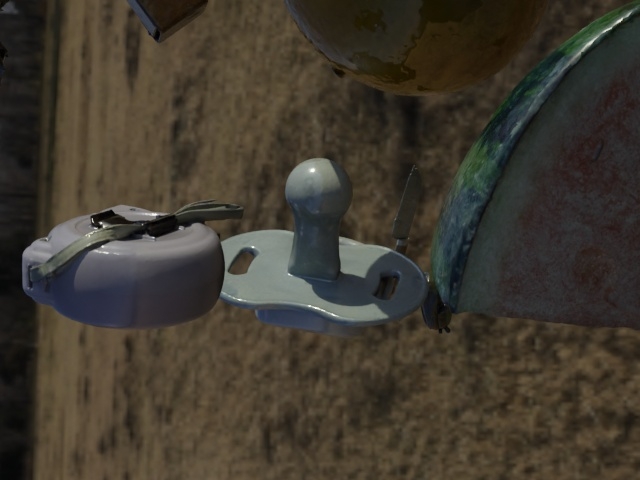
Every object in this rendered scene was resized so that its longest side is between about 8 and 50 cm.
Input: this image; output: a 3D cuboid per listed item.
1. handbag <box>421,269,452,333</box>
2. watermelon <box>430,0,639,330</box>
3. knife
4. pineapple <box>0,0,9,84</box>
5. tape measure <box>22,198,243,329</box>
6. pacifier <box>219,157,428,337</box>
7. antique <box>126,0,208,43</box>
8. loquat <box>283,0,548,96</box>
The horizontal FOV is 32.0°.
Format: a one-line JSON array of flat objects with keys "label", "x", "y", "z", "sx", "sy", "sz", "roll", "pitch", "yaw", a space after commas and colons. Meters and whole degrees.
[{"label": "handbag", "x": 0.169, "y": 0.089, "z": 1.624, "sx": 0.072, "sy": 0.047, "sz": 0.111, "roll": -85, "pitch": -9, "yaw": -55}, {"label": "watermelon", "x": 0.217, "y": -0.011, "z": 0.954, "sx": 0.292, "sy": 0.250, "sz": 0.283, "roll": 66, "pitch": -173, "yaw": 7}, {"label": "knife", "x": 0.152, "y": -0.013, "z": 2.110, "sx": 0.017, "sy": 0.047, "sz": 0.297, "roll": -123, "pitch": 37, "yaw": -46}, {"label": "pineapple", "x": -0.200, "y": -0.187, "z": 0.645, "sx": 0.119, "sy": 0.111, "sz": 0.237, "roll": -60, "pitch": -12, "yaw": -80}, {"label": "tape measure", "x": -0.180, "y": 0.016, "z": 1.097, "sx": 0.196, "sy": 0.178, "sz": 0.105, "roll": -33, "pitch": -50, "yaw": -68}, {"label": "pacifier", "x": 0.000, "y": 0.000, "z": 1.387, "sx": 0.238, "sy": 0.287, "sz": 0.225, "roll": -58, "pitch": -22, "yaw": -57}, {"label": "antique", "x": -0.281, "y": -0.425, "z": 1.534, "sx": 0.310, "sy": 0.087, "sz": 0.093, "roll": 55, "pitch": 172, "yaw": -6}, {"label": "loquat", "x": 0.108, "y": -0.316, "z": 1.326, "sx": 0.359, "sy": 0.328, "sz": 0.328, "roll": 107, "pitch": 159, "yaw": -58}]
